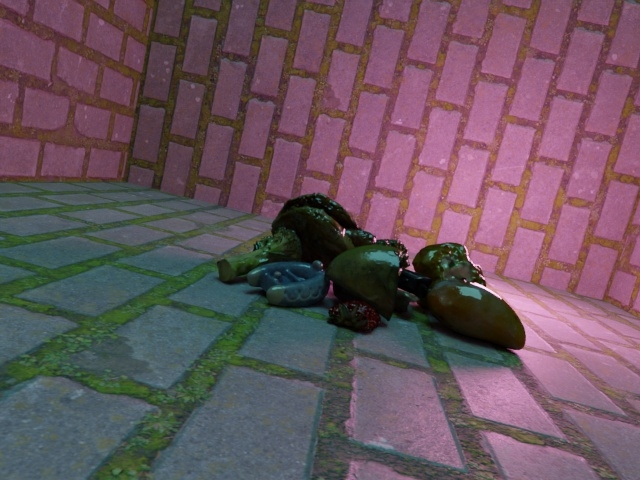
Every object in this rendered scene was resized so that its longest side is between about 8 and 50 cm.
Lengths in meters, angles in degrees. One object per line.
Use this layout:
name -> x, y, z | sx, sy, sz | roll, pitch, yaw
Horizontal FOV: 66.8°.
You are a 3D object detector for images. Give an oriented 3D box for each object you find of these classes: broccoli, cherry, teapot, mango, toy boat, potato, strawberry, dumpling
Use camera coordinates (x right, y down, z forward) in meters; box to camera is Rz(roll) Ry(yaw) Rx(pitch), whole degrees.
broccoli -> 0.319, 0.110, 2.421 | 0.269, 0.261, 0.242 | 54, 19, -26
cherry -> 0.166, 0.164, 1.839 | 0.266, 0.184, 0.213 | -17, 17, -31
teapot -> 0.350, 0.162, 1.889 | 0.177, 0.087, 0.096 | 23, 2, 39
mango -> 0.575, 0.268, 1.784 | 0.384, 0.199, 0.221 | 30, 8, 19
broccoli -> -0.215, 0.074, 1.847 | 0.252, 0.221, 0.361 | 9, 17, 19
toy boat -> -0.093, 0.133, 1.725 | 0.330, 0.123, 0.215 | 3, 21, -44
potato -> 0.140, 0.125, 1.692 | 0.255, 0.269, 0.112 | 7, -22, 4
strawberry -> 0.120, 0.234, 1.616 | 0.167, 0.087, 0.208 | 14, 6, 15
dumpling -> 0.287, 0.226, 1.955 | 0.166, 0.086, 0.332 | 29, -3, -34

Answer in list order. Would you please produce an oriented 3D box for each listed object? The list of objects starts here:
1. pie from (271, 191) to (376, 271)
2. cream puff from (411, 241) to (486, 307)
pie -> -0.021, 0.001, 2.012 | 0.395, 0.180, 0.418 | 39, -37, -10
cream puff -> 0.523, 0.157, 2.077 | 0.323, 0.274, 0.270 | 3, 51, -22
